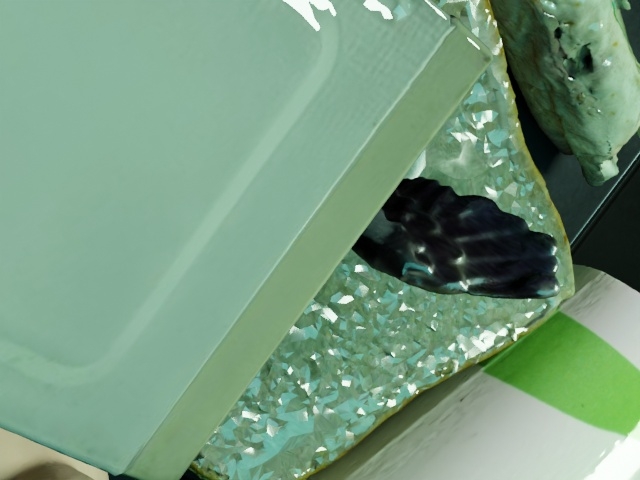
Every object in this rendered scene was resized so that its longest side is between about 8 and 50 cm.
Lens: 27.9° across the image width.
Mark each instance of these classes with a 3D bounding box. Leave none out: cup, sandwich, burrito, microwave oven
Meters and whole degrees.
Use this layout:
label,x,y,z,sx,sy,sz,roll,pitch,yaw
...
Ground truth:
label,x,y,z,sx,sy,sz,roll,pitch,yaw
cup,0.143,0.171,0.911,0.274,0.253,0.253,-42,129,-13
sandwich,0.000,0.000,0.798,0.301,0.099,0.271,-33,116,-12
burrito,0.150,-0.137,0.817,0.066,0.096,0.309,-49,139,-14
microwave oven,-0.149,-0.122,0.490,0.286,0.355,0.218,34,97,-37

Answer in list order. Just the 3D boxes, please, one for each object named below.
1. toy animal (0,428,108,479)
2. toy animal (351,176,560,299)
label,x,y,z,sx,sy,sz,roll,pitch,yaw
toy animal,-0.255,0.113,0.662,0.269,0.237,0.326,-24,123,-6
toy animal,-0.023,-0.015,0.644,0.197,0.272,0.160,-35,151,-15
